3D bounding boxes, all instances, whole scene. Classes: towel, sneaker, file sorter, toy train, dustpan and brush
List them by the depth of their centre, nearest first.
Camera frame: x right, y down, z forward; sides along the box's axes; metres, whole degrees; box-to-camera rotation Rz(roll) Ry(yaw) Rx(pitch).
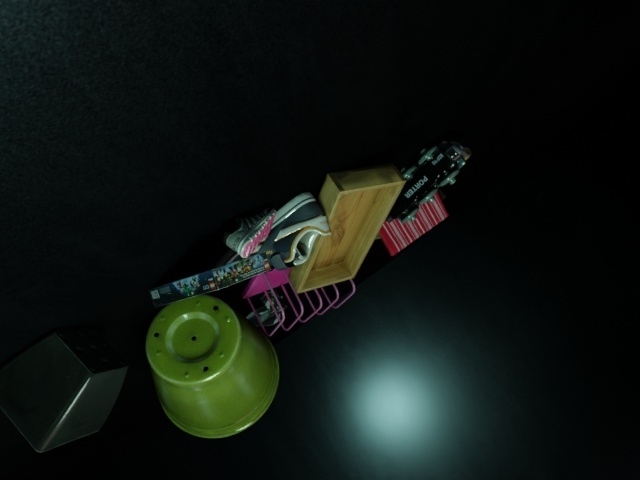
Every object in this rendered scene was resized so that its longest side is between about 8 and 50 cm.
[{"bbox_3d":[-0.155,-0.030,1.168,0.170,0.075,0.063,-55,167,-49],"label":"sneaker"},{"bbox_3d":[-0.117,0.026,1.317,0.321,0.127,0.126,-38,169,15],"label":"sneaker"},{"bbox_3d":[0.326,-0.189,1.715,0.334,0.142,0.190,-46,176,30],"label":"toy train"},{"bbox_3d":[-0.066,0.162,1.724,0.291,0.182,0.202,-19,160,-32],"label":"file sorter"},{"bbox_3d":[0.320,-0.091,1.934,0.275,0.198,0.031,-35,-157,-9],"label":"towel"},{"bbox_3d":[-0.198,0.272,2.100,0.147,0.060,0.211,-6,-172,26],"label":"dustpan and brush"}]

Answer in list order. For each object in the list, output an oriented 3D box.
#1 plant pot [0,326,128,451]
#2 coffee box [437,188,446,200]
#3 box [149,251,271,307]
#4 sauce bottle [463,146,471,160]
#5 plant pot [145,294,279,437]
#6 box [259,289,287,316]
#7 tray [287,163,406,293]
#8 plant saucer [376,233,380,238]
[{"bbox_3d":[-0.515,0.281,1.096,0.167,0.188,0.187,-51,166,4],"label":"plant pot"},{"bbox_3d":[0.367,-0.121,2.109,0.141,0.098,0.246,-30,166,-26],"label":"coffee box"},{"bbox_3d":[-0.245,0.087,1.186,0.233,0.044,0.159,-17,-179,40],"label":"box"},{"bbox_3d":[0.512,-0.296,2.002,0.042,0.042,0.128,-27,167,-35],"label":"sauce bottle"},{"bbox_3d":[-0.311,0.321,1.462,0.367,0.366,0.353,-33,155,-15],"label":"plant pot"},{"bbox_3d":[-0.174,0.232,1.992,0.052,0.083,0.062,-40,166,16],"label":"box"},{"bbox_3d":[0.058,-0.024,1.455,0.203,0.076,0.410,-13,146,-30],"label":"tray"},{"bbox_3d":[0.248,-0.066,2.029,0.189,0.045,0.188,-10,158,-19],"label":"plant saucer"}]
